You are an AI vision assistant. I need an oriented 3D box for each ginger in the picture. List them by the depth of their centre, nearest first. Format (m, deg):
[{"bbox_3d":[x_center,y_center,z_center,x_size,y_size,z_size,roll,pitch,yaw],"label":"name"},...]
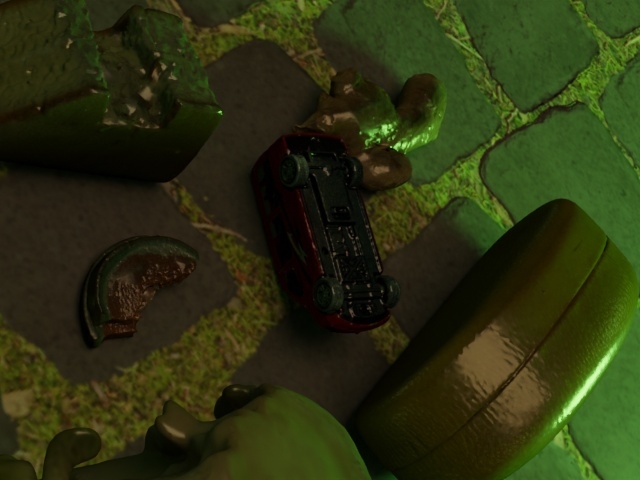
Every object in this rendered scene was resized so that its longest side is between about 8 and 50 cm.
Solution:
[{"bbox_3d":[0.065,-0.134,1.327,0.133,0.059,0.214,49,48,-11],"label":"ginger"}]

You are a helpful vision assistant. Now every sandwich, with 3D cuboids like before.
[{"bbox_3d":[-0.216,-0.128,1.059,0.236,0.128,0.122,2,57,-38],"label":"sandwich"},{"bbox_3d":[-0.161,0.035,1.076,0.067,0.029,0.135,46,47,-8],"label":"sandwich"}]

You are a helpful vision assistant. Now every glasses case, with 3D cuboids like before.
[{"bbox_3d":[0.192,0.098,1.218,0.141,0.173,0.371,47,46,-2],"label":"glasses case"}]

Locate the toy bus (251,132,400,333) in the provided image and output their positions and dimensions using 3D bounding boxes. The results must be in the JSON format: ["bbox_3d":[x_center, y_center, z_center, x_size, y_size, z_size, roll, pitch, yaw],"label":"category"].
[{"bbox_3d":[0.000,0.000,1.180,0.081,0.089,0.195,-2,67,-38],"label":"toy bus"}]

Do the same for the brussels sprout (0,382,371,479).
[{"bbox_3d":[-0.110,0.248,0.762,0.276,0.371,0.315,-24,81,-53],"label":"brussels sprout"}]
